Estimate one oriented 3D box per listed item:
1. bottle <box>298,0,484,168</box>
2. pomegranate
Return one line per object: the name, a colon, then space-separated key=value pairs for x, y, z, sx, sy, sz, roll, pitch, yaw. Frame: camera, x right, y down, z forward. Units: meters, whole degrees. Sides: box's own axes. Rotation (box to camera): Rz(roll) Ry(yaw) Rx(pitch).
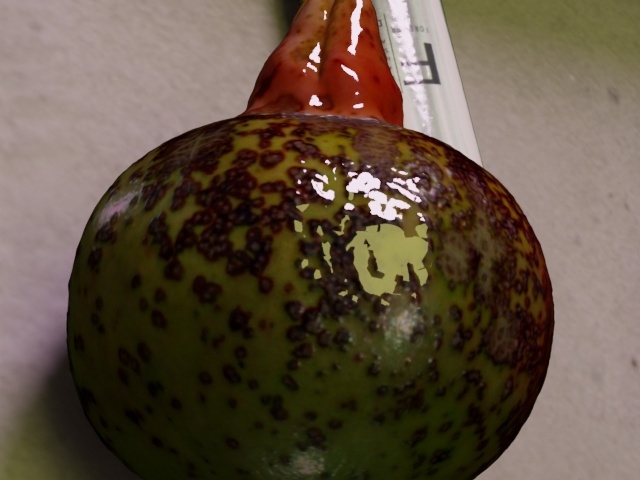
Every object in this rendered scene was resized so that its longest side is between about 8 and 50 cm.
bottle: x=0.033 y=-0.069 z=0.865 sx=0.096 sy=0.079 sz=0.254 roll=-12 pitch=69 yaw=0
pomegranate: x=0.000 y=0.000 z=0.707 sx=0.214 sy=0.214 sz=0.248 roll=18 pitch=69 yaw=-28
